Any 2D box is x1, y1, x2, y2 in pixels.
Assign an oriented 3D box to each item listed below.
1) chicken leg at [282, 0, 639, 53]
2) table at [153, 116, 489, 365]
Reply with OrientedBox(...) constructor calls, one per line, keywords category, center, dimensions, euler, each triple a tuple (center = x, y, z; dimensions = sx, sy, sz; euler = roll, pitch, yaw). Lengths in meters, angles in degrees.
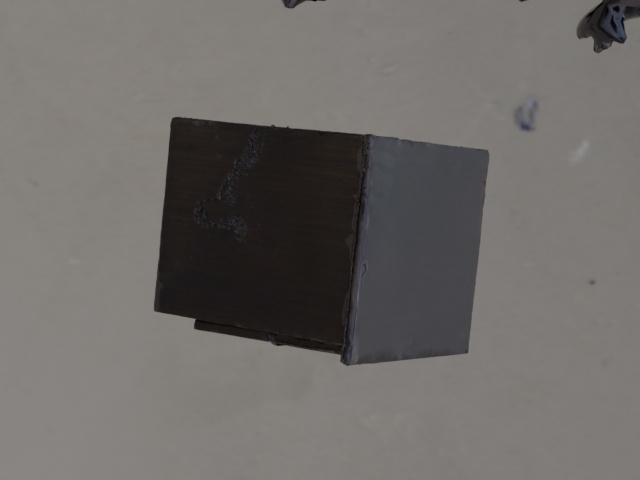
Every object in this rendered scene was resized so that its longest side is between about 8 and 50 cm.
OrientedBox(category="chicken leg", center=(0.057, -0.126, 0.604), dimensions=(0.234, 0.063, 0.105), euler=(2, 58, -33))
OrientedBox(category="table", center=(0.000, 0.000, 1.260), dimensions=(0.169, 0.193, 0.172), euler=(1, 96, -55))
